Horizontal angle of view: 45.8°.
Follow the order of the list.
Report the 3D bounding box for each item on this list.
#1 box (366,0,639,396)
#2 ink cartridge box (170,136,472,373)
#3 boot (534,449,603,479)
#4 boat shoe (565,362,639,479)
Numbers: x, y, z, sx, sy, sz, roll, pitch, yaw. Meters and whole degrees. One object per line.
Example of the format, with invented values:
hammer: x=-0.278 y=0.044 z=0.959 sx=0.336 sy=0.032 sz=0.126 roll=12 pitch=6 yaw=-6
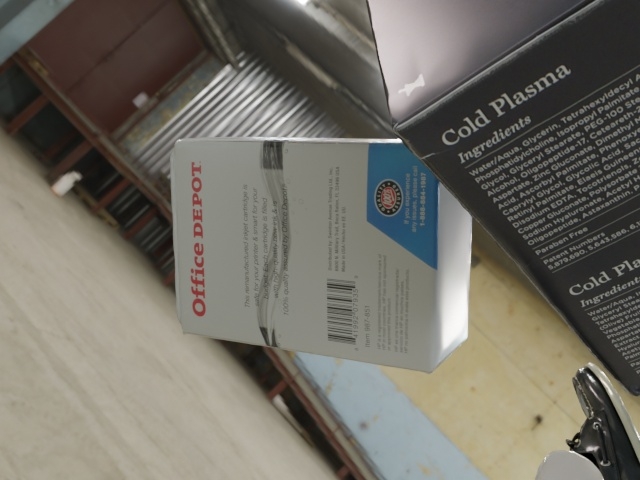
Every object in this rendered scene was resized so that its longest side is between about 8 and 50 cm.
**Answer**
box: x=0.190 y=-0.124 z=0.560 sx=0.312 sy=0.179 sz=0.343 roll=41 pitch=29 yaw=-34
ink cartridge box: x=0.000 y=0.000 z=0.830 sx=0.307 sy=0.223 sz=0.129 roll=5 pitch=11 yaw=27
boot: x=0.167 y=0.244 z=0.555 sx=0.069 sy=0.086 sz=0.190 roll=22 pitch=29 yaw=18
boat shoe: x=0.394 y=0.312 z=1.047 sx=0.340 sy=0.113 sz=0.127 roll=-100 pitch=164 yaw=-50
